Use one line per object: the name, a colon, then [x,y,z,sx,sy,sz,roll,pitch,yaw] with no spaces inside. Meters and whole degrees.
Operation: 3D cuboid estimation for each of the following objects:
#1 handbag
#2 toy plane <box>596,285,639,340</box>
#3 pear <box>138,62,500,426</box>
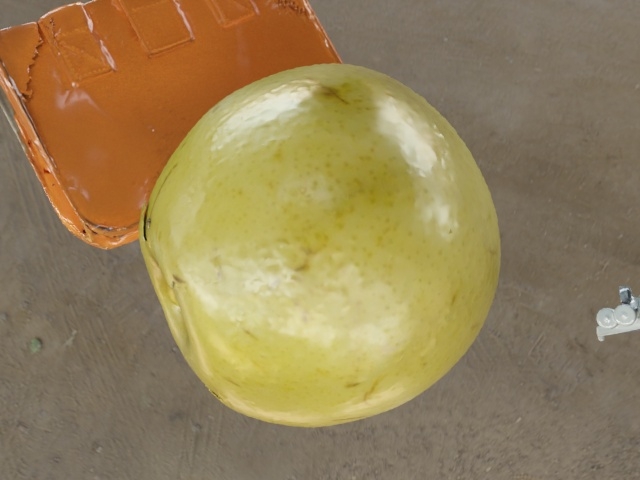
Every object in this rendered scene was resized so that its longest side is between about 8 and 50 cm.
handbag: [-0.183,-0.196,0.995,0.410,0.116,0.304,-29,91,-22]
toy plane: [0.564,0.114,1.198,0.266,0.267,0.123,-8,74,0]
pear: [0.000,0.005,0.730,0.348,0.348,0.348,-2,63,3]
